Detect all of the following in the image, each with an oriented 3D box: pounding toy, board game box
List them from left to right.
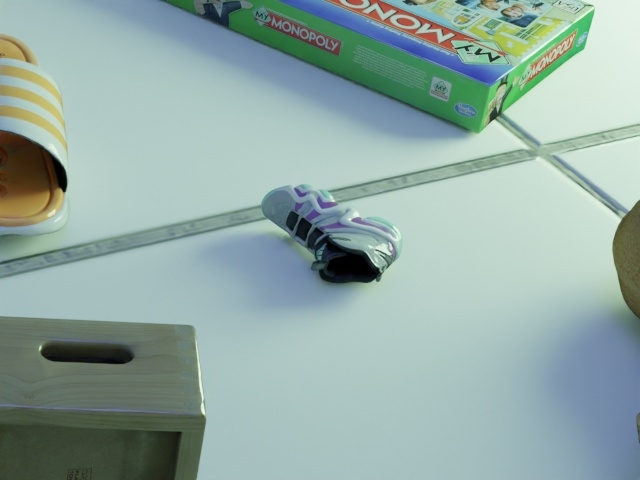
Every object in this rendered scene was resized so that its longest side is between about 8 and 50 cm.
[{"bbox_3d":[-0.134,0.086,0.830,0.141,0.130,0.100,4,33,-12],"label":"pounding toy"},{"bbox_3d":[0.043,-0.201,1.404,0.317,0.046,0.213,25,34,20],"label":"board game box"}]

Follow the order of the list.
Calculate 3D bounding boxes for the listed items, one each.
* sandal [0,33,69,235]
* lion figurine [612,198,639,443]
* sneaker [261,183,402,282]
[{"bbox_3d":[-0.224,-0.096,1.129,0.102,0.076,0.265,1,34,-15],"label":"sandal"},{"bbox_3d":[0.264,0.049,1.037,0.240,0.142,0.392,-4,21,-9],"label":"lion figurine"},{"bbox_3d":[0.000,0.000,1.088,0.098,0.038,0.069,18,32,11],"label":"sneaker"}]
